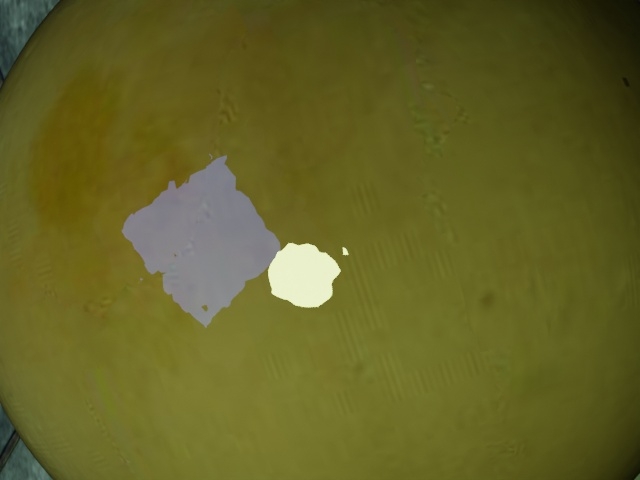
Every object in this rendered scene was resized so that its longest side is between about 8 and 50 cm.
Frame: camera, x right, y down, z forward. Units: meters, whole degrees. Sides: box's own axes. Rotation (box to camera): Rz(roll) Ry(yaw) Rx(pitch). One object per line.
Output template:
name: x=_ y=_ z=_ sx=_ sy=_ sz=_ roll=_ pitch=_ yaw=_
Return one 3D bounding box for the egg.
egg: x=0.000 y=0.000 z=0.803 sx=0.374 sy=0.301 sz=0.301 roll=-4 pitch=89 yaw=60
